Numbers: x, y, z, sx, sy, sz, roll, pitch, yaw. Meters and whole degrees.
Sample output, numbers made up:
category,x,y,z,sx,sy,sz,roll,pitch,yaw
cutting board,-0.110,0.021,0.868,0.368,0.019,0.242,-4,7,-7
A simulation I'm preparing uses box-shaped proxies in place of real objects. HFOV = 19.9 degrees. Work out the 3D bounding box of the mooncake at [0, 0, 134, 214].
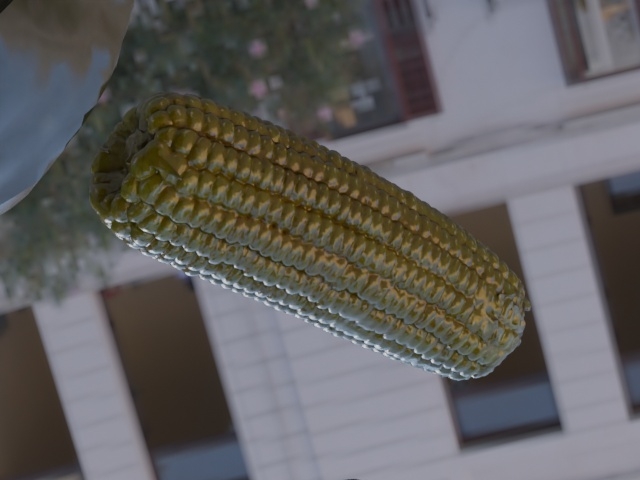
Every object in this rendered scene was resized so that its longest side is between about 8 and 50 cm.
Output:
category,x,y,z,sx,sy,sz,roll,pitch,yaw
mooncake,-0.326,-0.204,1.017,0.467,0.467,0.262,-10,166,22

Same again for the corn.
category,x,y,z,sx,sy,sz,roll,pitch,yaw
corn,0.000,0.000,1.337,0.344,0.131,0.131,25,172,-26

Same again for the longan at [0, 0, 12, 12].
category,x,y,z,sx,sy,sz,roll,pitch,yaw
longan,-0.224,-0.160,0.396,0.336,0.404,0.404,-37,-175,17

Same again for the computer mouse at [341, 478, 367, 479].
category,x,y,z,sx,sy,sz,roll,pitch,yaw
computer mouse,-0.056,0.252,0.668,0.374,0.114,0.203,-49,-150,16
